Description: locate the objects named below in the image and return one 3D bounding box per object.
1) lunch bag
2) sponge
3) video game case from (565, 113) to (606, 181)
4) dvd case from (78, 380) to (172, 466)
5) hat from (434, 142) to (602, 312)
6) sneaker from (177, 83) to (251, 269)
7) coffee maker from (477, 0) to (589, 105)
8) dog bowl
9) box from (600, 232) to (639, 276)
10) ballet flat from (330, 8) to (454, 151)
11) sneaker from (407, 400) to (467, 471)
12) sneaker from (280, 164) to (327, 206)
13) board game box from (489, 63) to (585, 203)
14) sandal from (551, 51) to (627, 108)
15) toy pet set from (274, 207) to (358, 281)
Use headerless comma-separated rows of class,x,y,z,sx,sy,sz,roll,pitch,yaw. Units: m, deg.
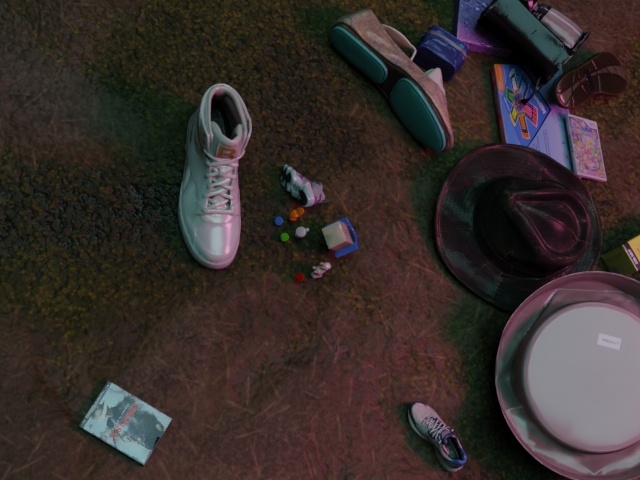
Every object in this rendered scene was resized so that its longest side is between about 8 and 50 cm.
lunch bag,0.223,-0.354,1.953,0.098,0.067,0.065,34,68,0
sponge,0.321,-0.462,2.031,0.117,0.031,0.210,11,70,-10
video game case,0.501,-0.174,1.977,0.087,0.011,0.122,8,69,-38
dvd case,-0.306,0.287,1.645,0.119,0.013,0.087,32,68,-2
hat,0.371,-0.027,1.832,0.331,0.134,0.331,2,83,-13
sneaker,-0.174,-0.110,1.722,0.108,0.169,0.292,-1,74,-16
coffee maker,0.380,-0.381,1.941,0.178,0.120,0.171,41,68,0
dog bowl,0.457,0.231,1.771,0.349,0.102,0.348,0,80,-2
box,0.636,-0.006,1.937,0.232,0.087,0.058,-26,83,-21
ballet flat,0.155,-0.303,1.903,0.106,0.107,0.316,-39,86,-29
sneaker,0.199,0.320,1.737,0.052,0.058,0.135,-37,84,-21
sneaker,-0.024,-0.095,1.827,0.069,0.038,0.098,-6,50,-41
board game box,0.407,-0.199,1.971,0.145,0.027,0.281,0,73,-16
sandal,0.507,-0.301,2.008,0.219,0.060,0.090,-28,102,-34
toy pet set,0.000,0.000,1.801,0.114,0.065,0.122,-24,74,16
